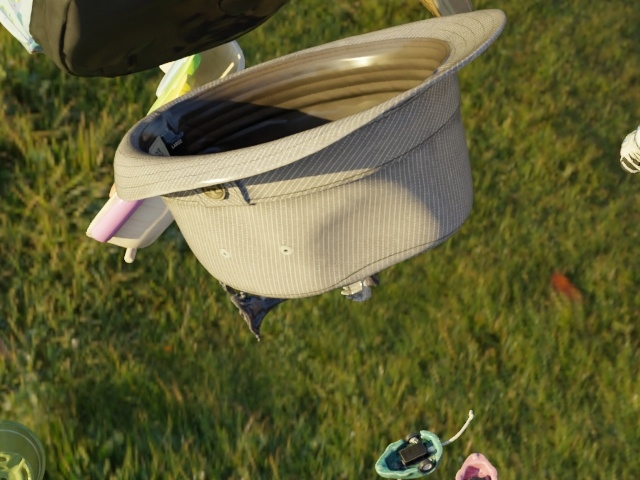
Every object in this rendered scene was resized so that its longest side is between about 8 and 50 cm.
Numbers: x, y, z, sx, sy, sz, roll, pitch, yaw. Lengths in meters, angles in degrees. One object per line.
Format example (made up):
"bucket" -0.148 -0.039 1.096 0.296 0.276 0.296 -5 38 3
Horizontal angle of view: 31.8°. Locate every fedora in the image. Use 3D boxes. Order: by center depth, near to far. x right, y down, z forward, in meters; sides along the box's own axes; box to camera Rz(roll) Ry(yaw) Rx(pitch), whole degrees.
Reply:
"fedora" 0.003 -0.046 0.734 0.275 0.124 0.244 -10 23 26

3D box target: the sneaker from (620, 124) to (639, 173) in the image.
"sneaker" 0.539 -0.144 1.860 0.085 0.086 0.237 40 10 9

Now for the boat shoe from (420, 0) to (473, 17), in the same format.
"boat shoe" 0.152 -0.374 1.460 0.110 0.341 0.122 -43 69 7

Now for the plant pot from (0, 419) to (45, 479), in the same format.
"plant pot" -0.281 0.205 0.994 0.083 0.079 0.083 0 89 -19

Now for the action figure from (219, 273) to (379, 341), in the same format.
"action figure" 0.000 0.000 1.434 0.275 0.141 0.164 -33 65 -6

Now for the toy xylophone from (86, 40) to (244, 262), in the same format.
"toy xylophone" -0.187 -0.108 1.325 0.081 0.236 0.323 30 39 -18

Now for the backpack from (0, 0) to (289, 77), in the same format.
"backpack" -0.219 -0.315 1.033 0.290 0.273 0.355 -26 76 -39

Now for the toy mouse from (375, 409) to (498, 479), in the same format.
"toy mouse" 0.106 0.212 0.984 0.161 0.031 0.143 10 50 29
